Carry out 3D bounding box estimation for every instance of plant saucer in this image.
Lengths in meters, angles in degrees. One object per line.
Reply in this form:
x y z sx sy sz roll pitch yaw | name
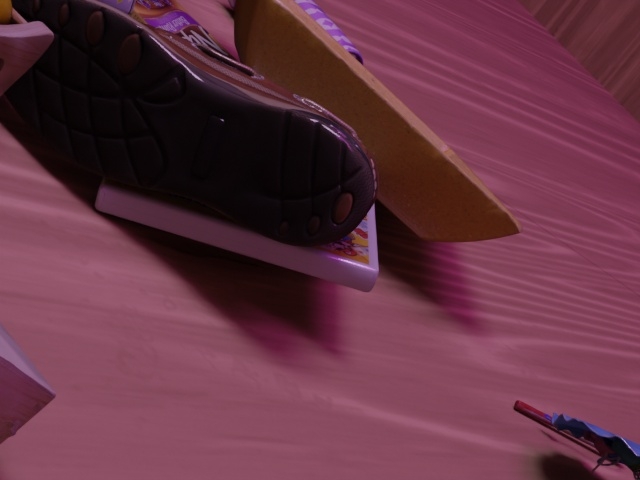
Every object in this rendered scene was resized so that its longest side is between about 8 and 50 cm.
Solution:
0.030 -0.131 1.330 0.333 0.081 0.333 41 9 -16 | plant saucer

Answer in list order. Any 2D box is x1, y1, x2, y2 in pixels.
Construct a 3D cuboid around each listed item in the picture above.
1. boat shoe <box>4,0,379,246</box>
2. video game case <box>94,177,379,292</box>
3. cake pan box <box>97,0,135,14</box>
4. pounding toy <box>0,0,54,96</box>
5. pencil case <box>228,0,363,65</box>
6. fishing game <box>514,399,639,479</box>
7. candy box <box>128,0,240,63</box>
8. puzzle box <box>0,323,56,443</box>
-0.101 -0.094 1.027 0.324 0.123 0.120 29 17 9 | boat shoe
-0.063 -0.044 1.107 0.227 0.026 0.206 18 25 -8 | video game case
-0.312 -0.268 1.078 0.266 0.070 0.245 26 8 41 | cake pan box
-0.311 -0.169 0.871 0.155 0.154 0.269 44 22 14 | pounding toy
-0.031 -0.251 1.579 0.206 0.086 0.088 54 3 31 | pencil case
0.278 0.196 1.111 0.189 0.041 0.264 27 -6 -22 | fishing game
-0.149 -0.189 1.305 0.187 0.053 0.109 46 22 17 | candy box
-0.285 -0.064 0.572 0.272 0.052 0.409 45 -7 27 | puzzle box
